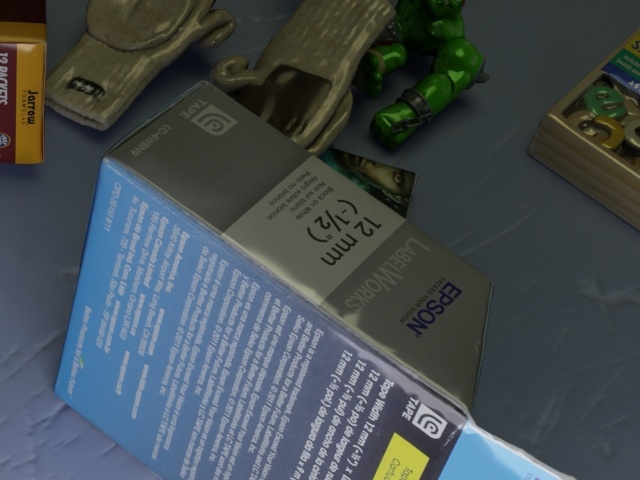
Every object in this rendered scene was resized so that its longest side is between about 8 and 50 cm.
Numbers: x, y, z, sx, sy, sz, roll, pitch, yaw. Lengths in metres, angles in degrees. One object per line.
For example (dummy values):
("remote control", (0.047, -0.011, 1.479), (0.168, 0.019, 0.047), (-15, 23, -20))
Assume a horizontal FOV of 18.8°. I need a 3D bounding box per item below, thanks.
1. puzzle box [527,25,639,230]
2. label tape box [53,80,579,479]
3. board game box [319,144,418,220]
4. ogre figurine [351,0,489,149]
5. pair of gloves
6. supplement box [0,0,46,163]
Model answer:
("puzzle box", (0.413, -0.043, 1.639), (0.409, 0.052, 0.272), (36, 48, 15))
("label tape box", (0.003, 0.096, 1.247), (0.348, 0.249, 0.115), (34, 48, 13))
("board game box", (0.000, 0.000, 1.486), (0.126, 0.026, 0.186), (17, 47, -2))
("ogre figurine", (0.063, -0.182, 1.621), (0.118, 0.097, 0.197), (-18, 53, -24))
("pair of gloves", (-0.080, -0.144, 1.544), (0.240, 0.042, 0.204), (19, 61, 16))
("supplement box", (-0.303, -0.171, 1.458), (0.191, 0.129, 0.194), (0, 49, -9))
